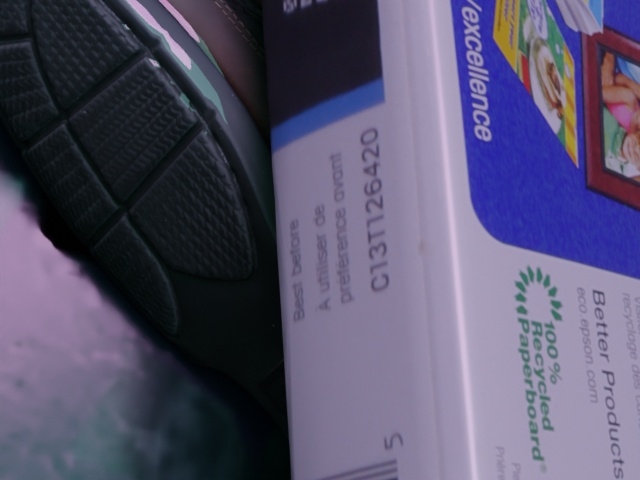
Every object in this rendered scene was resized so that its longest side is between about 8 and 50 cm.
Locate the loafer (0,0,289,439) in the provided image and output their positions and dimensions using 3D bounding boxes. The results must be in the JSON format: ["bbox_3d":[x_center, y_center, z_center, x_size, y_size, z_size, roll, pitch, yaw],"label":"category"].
[{"bbox_3d":[0.000,0.000,0.583,0.267,0.096,0.084,52,52,-5],"label":"loafer"}]

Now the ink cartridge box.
[{"bbox_3d":[0.115,0.032,0.563,0.307,0.072,0.303,15,62,-44],"label":"ink cartridge box"}]
